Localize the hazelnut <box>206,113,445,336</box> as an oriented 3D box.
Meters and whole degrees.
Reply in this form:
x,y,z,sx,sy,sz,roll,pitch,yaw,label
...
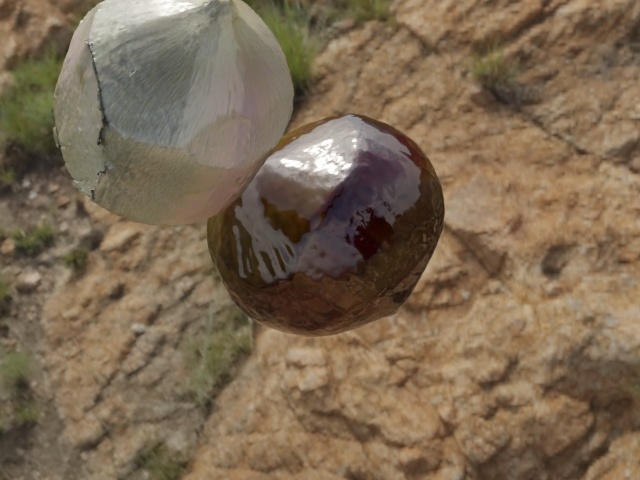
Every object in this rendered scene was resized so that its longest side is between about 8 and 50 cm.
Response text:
x,y,z,sx,sy,sz,roll,pitch,yaw,label
-0.004,-0.007,0.847,0.160,0.170,0.201,-14,-2,-36,hazelnut

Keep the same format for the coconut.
x,y,z,sx,sy,sz,roll,pitch,yaw,label
-0.069,-0.068,0.480,0.110,0.124,0.110,15,49,-18,coconut
